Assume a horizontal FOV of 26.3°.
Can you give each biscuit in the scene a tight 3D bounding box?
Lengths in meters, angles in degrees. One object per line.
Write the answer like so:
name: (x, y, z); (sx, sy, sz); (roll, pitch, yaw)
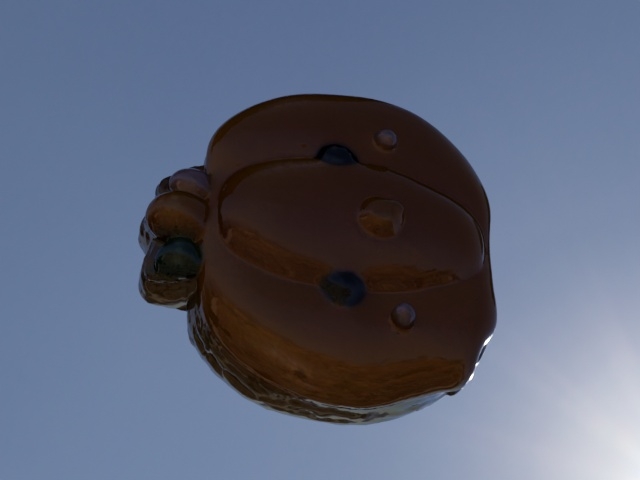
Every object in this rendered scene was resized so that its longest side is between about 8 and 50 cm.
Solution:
biscuit: (0.001, -0.002, 0.607); (0.170, 0.170, 0.050); (27, -37, 4)
